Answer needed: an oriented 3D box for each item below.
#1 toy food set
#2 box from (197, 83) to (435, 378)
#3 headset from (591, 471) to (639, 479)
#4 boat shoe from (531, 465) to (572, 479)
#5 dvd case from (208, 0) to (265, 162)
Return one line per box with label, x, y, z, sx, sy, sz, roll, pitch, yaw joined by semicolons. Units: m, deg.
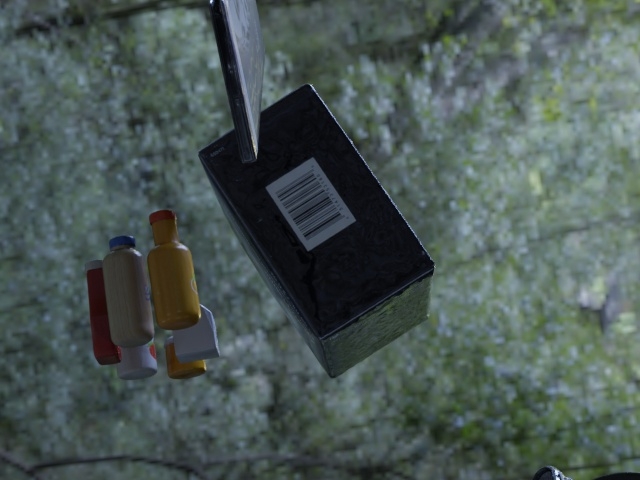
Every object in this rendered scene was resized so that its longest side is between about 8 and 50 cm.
toy food set;-0.160;0.059;1.311;0.232;0.111;0.105;86;-6;-73
box;0.000;0.000;1.847;0.296;0.182;0.294;56;-5;15
headset;0.213;0.247;0.850;0.243;0.394;0.185;48;28;-63
boat shoe;0.256;0.361;1.587;0.105;0.113;0.306;46;33;-6
dvd case;-0.076;-0.201;1.329;0.221;0.018;0.165;-89;170;-55
